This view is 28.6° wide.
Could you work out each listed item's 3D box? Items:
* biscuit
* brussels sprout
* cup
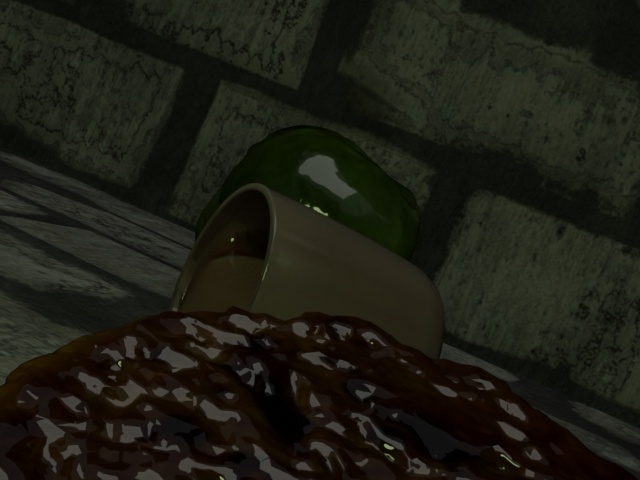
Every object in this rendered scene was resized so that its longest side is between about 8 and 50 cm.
[{"bbox_3d":[0.022,0.143,0.435,0.289,0.081,0.334,1,35,-35],"label":"biscuit"},{"bbox_3d":[0.000,0.000,1.661,0.315,0.276,0.371,26,3,10],"label":"brussels sprout"},{"bbox_3d":[-0.027,0.084,1.163,0.200,0.191,0.253,24,-31,-25],"label":"cup"}]
